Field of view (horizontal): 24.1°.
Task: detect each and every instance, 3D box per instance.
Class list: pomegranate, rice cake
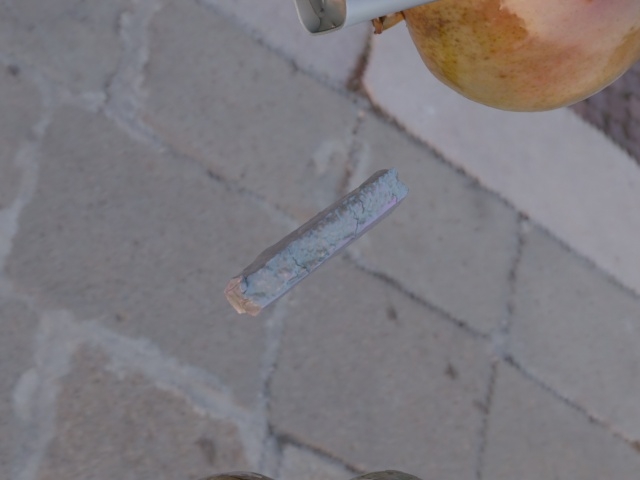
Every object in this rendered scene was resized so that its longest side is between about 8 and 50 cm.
[{"bbox_3d":[0.185,-0.271,1.423,0.319,0.319,0.319,17,63,-38],"label":"pomegranate"},{"bbox_3d":[0.000,-0.001,1.524,0.270,0.055,0.049,-37,103,-42],"label":"rice cake"}]

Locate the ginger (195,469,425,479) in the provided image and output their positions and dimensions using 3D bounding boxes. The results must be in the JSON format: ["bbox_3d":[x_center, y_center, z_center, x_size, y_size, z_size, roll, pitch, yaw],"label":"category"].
[{"bbox_3d":[-0.005,0.264,1.212,0.256,0.375,0.176,41,53,-57],"label":"ginger"}]

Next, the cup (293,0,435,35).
[{"bbox_3d":[0.036,-0.226,1.231,0.129,0.128,0.095,-16,97,-23],"label":"cup"}]
